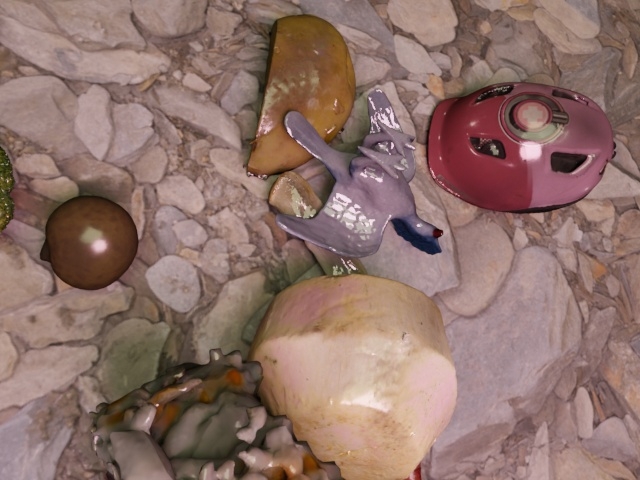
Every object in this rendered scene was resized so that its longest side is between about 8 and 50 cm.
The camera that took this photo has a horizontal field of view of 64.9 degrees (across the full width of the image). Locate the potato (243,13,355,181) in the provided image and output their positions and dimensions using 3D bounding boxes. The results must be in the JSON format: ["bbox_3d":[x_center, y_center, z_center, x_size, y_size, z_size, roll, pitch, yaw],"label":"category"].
[{"bbox_3d":[-0.015,-0.199,0.683,0.138,0.098,0.243,11,77,-14],"label":"potato"}]

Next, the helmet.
[{"bbox_3d":[0.302,-0.143,0.725,0.253,0.154,0.198,13,76,-16],"label":"helmet"}]

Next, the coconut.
[{"bbox_3d":[0.032,0.132,0.557,0.237,0.197,0.237,5,35,-3],"label":"coconut"}]

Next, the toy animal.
[{"bbox_3d":[0.059,-0.067,0.644,0.255,0.176,0.239,33,62,6],"label":"toy animal"}]

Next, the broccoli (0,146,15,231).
[{"bbox_3d":[-0.410,-0.052,0.539,0.146,0.138,0.162,32,113,-13],"label":"broccoli"}]

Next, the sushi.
[{"bbox_3d":[-0.047,0.277,0.418,0.176,0.417,0.417,-34,88,-35],"label":"sushi"}]

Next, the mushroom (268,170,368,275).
[{"bbox_3d":[0.003,-0.002,0.672,0.059,0.054,0.202,-37,94,-13],"label":"mushroom"}]

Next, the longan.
[{"bbox_3d":[-0.267,0.003,0.578,0.113,0.092,0.113,0,99,0],"label":"longan"}]

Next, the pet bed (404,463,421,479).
[{"bbox_3d":[0.034,0.304,0.609,0.201,0.053,0.201,5,72,-14],"label":"pet bed"}]
